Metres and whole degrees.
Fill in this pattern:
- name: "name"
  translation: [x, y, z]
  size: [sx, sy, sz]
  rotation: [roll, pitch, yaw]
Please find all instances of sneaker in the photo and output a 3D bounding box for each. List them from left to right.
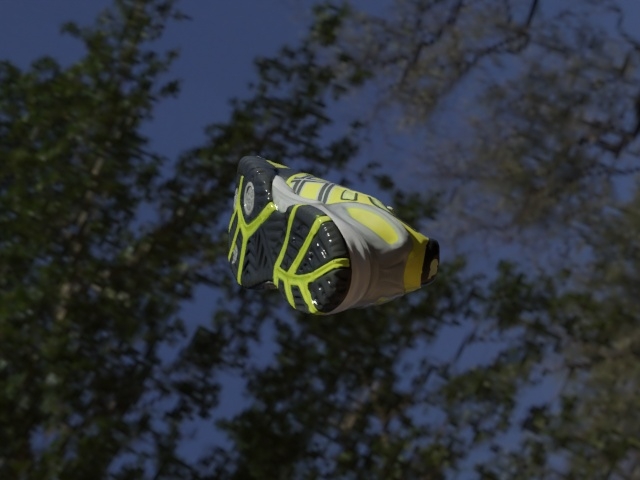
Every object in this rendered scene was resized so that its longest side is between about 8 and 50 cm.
- name: "sneaker"
  translation: [0.000, 0.000, 1.696]
  size: [0.147, 0.385, 0.145]
  rotation: [1, -73, -23]
